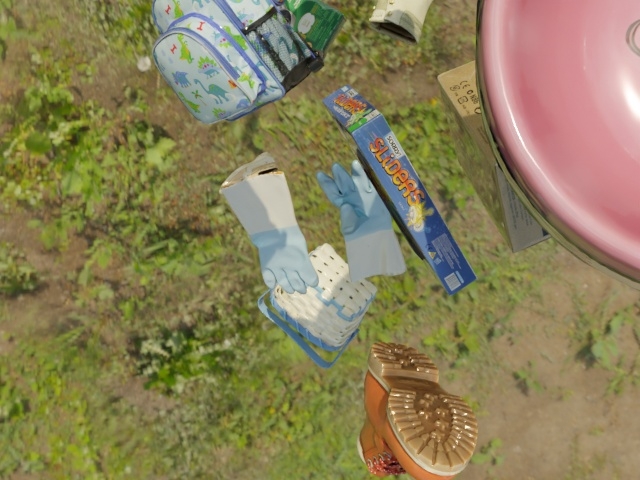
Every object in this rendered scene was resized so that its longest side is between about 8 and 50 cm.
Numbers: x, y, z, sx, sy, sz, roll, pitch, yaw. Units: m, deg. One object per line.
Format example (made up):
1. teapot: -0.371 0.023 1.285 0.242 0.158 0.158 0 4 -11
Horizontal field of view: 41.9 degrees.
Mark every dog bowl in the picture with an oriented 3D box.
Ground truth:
1. dog bowl: 0.289 -0.139 0.556 0.407 0.408 0.150 -60 162 18

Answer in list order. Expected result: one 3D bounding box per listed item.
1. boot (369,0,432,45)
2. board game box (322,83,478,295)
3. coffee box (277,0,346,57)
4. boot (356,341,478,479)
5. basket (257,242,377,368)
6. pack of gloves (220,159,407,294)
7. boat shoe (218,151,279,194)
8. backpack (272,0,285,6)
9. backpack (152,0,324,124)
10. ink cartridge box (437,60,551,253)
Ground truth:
1. boot: 0.116 -0.456 1.459 0.213 0.077 0.165 28 79 -27
2. board game box: 0.078 -0.053 0.843 0.035 0.136 0.201 -33 115 2
3. coffee box: -0.055 -0.425 1.605 0.184 0.040 0.113 31 96 11
4. boot: 0.060 0.137 0.574 0.059 0.158 0.084 13 102 -9
5. basket: -0.007 0.169 2.075 0.255 0.201 0.289 43 129 2
6. pack of gloves: 0.000 0.000 1.090 0.195 0.046 0.232 -14 136 7
7. boat shoe: -0.169 -0.151 2.016 0.170 0.059 0.063 -39 168 -27
8. backpack: -0.139 -0.491 1.248 0.213 0.276 0.263 -20 83 8
9. backpack: -0.075 -0.150 0.632 0.084 0.105 0.114 -46 110 -31
10. ink cartridge box: 0.269 -0.131 1.261 0.088 0.234 0.193 -23 136 3
